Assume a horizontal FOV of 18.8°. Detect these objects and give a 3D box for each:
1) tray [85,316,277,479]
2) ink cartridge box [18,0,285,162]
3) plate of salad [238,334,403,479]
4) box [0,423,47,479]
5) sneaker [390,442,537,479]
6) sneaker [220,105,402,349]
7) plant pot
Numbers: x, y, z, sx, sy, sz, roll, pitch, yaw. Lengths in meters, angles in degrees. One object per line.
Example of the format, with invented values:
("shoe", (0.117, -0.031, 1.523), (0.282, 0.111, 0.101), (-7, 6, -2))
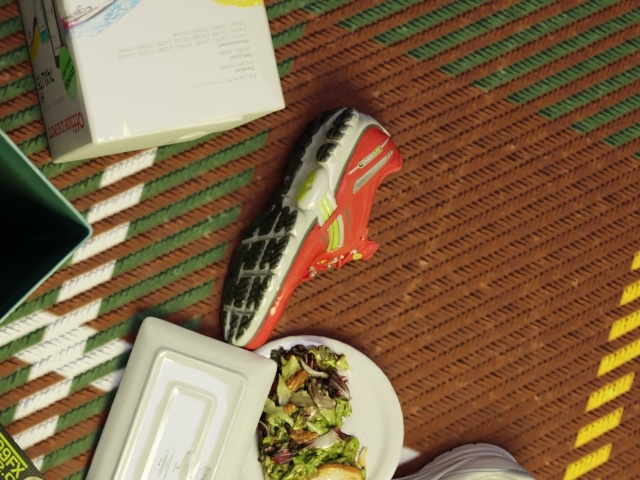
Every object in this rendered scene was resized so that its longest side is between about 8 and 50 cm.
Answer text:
("tray", (-0.152, 0.224, 1.924), (0.145, 0.030, 0.270), (20, 86, -5))
("ink cartridge box", (-0.177, -0.230, 1.878), (0.197, 0.198, 0.270), (-12, 91, -20))
("plate of salad", (-0.014, 0.191, 1.966), (0.200, 0.048, 0.200), (0, 73, -2))
("box", (-0.359, 0.254, 1.791), (0.270, 0.216, 0.060), (52, 29, -9))
("sneaker", (0.092, 0.287, 1.981), (0.297, 0.129, 0.111), (-23, 97, -18))
("sneaker", (0.000, 0.000, 1.982), (0.118, 0.107, 0.279), (35, 79, -26))
("plant pot", (-0.346, -0.008, 1.787), (0.166, 0.234, 0.165), (-45, 102, -15))
